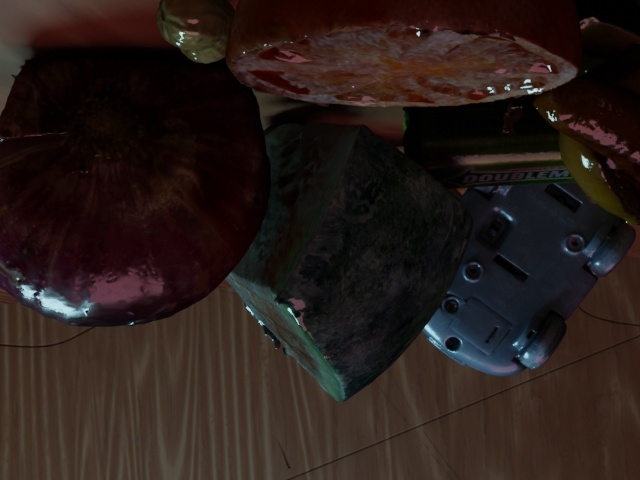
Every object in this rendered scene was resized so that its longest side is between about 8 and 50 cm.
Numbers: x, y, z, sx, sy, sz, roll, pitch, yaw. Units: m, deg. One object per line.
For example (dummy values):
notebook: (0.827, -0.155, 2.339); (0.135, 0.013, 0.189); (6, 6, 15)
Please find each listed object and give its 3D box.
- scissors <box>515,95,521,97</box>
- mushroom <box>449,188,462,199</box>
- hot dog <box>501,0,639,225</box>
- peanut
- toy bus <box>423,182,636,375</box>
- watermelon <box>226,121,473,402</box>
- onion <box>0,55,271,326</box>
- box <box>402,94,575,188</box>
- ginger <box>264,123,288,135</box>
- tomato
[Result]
scissors: (0.095, -0.155, 1.128); (0.317, 0.024, 0.160); (2, 172, -38)
mushroom: (0.140, -0.023, 1.867); (0.154, 0.122, 0.154); (2, 169, 0)
hot dog: (0.273, -0.081, 1.123); (0.326, 0.107, 0.194); (14, 147, -40)
peanut: (-0.088, -0.156, 0.932); (0.054, 0.054, 0.113); (-4, 173, 6)
toy bus: (0.238, 0.013, 1.598); (0.197, 0.294, 0.232); (35, -174, 2)
watermelon: (0.000, 0.000, 1.263); (0.258, 0.228, 0.387); (35, 174, 22)
onion: (-0.171, -0.039, 1.146); (0.256, 0.230, 0.272); (-6, 166, 16)
box: (0.258, -0.104, 1.329); (0.345, 0.097, 0.134); (-3, 170, -1)
ginger: (0.008, -0.066, 1.482); (0.133, 0.107, 0.309); (7, 176, 33)
tomato: (0.055, -0.152, 0.849); (0.237, 0.095, 0.237); (0, 175, 0)
